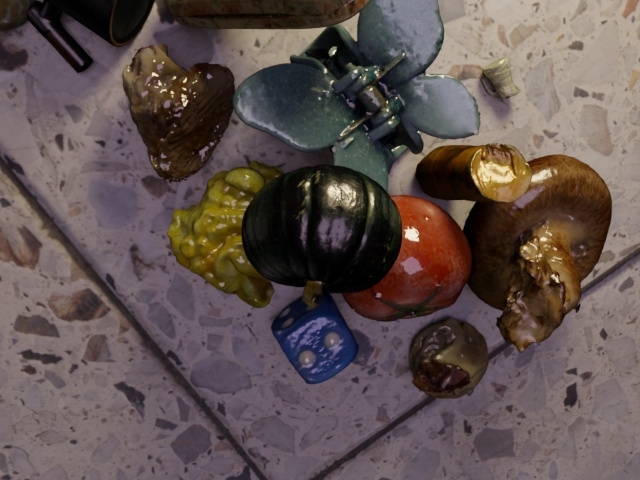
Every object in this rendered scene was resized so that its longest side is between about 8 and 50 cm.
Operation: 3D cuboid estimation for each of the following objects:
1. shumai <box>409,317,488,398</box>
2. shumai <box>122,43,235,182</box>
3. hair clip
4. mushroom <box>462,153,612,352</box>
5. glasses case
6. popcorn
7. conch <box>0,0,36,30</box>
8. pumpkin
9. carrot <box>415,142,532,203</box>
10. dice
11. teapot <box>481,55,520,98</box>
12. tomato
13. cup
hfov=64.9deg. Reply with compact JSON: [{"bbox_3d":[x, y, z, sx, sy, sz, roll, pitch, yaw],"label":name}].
[{"bbox_3d":[0.295,0.281,1.129,0.201,0.120,0.201,-1,100,-5],"label":"shumai"},{"bbox_3d":[-0.278,-0.245,0.943,0.185,0.184,0.218,28,111,22],"label":"shumai"},{"bbox_3d":[0.079,-0.255,0.932,0.392,0.238,0.318,-41,105,1],"label":"hair clip"},{"bbox_3d":[0.437,0.001,0.971,0.334,0.356,0.331,-1,100,-15],"label":"mushroom"},{"bbox_3d":[-0.093,-0.417,0.818,0.156,0.425,0.098,-59,143,-19],"label":"glasses case"},{"bbox_3d":[-0.136,-0.018,0.955,0.242,0.235,0.250,26,118,-38],"label":"popcorn"},{"bbox_3d":[-0.591,-0.420,0.874,0.173,0.106,0.116,-21,122,-18],"label":"conch"},{"bbox_3d":[0.000,0.000,0.781,0.250,0.250,0.216,15,71,-11],"label":"pumpkin"},{"bbox_3d":[0.269,-0.127,0.952,0.114,0.302,0.114,-1,97,-10],"label":"carrot"},{"bbox_3d":[-0.012,0.200,1.054,0.146,0.146,0.143,-31,105,-2],"label":"dice"},{"bbox_3d":[0.378,-0.336,1.058,0.067,0.057,0.083,-21,111,35],"label":"teapot"},{"bbox_3d":[0.157,0.031,0.990,0.265,0.265,0.264,-2,101,-8],"label":"tomato"},{"bbox_3d":[-0.415,-0.423,0.867,0.177,0.166,0.239,29,94,-9],"label":"cup"}]
